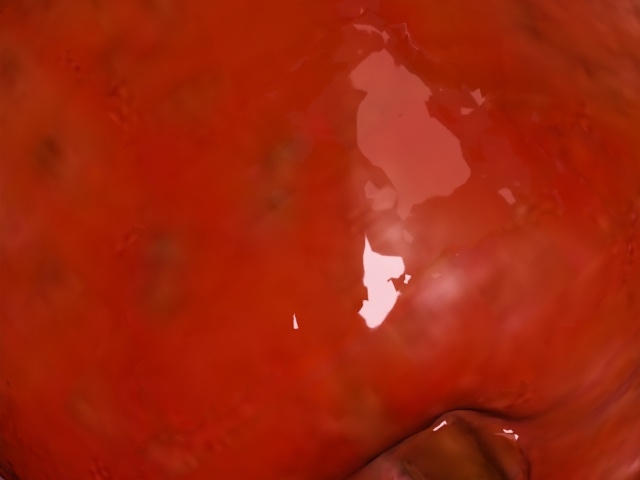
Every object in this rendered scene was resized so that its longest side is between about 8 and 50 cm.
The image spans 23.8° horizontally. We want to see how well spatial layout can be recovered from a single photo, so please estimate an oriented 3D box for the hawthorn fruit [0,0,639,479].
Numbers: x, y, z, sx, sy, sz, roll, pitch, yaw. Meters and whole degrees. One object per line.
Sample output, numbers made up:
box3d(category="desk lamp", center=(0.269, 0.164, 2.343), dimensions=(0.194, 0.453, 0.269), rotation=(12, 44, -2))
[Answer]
box3d(category="hawthorn fruit", center=(0.000, 0.000, 0.685), dimensions=(0.402, 0.403, 0.403), rotation=(15, 49, -18))
